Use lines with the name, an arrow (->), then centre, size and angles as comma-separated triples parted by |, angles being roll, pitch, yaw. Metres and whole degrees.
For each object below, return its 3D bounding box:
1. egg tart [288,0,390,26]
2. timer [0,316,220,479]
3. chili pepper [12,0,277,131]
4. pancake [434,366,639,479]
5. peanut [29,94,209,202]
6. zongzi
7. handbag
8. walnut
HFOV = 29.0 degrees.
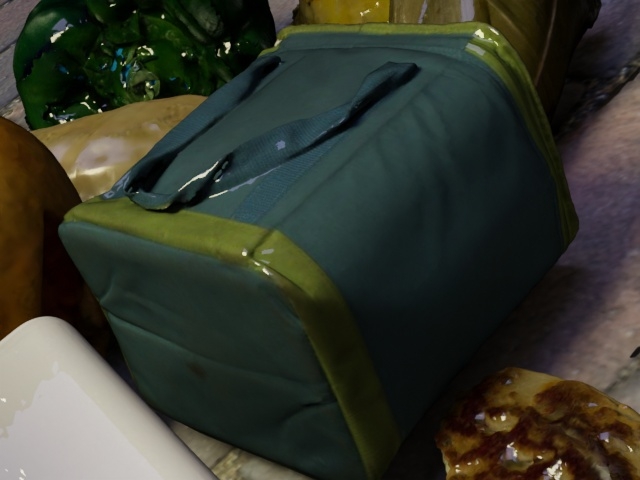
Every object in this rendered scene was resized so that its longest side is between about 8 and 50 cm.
egg tart -> 0.073, -0.257, 1.224 | 0.295, 0.116, 0.295 | -23, 29, 13
timer -> -0.122, 0.190, 0.591 | 0.192, 0.194, 0.195 | -40, 54, -16
chili pepper -> -0.153, -0.180, 1.188 | 0.249, 0.233, 0.256 | -28, 26, 20
pancake -> 0.099, 0.186, 0.619 | 0.244, 0.057, 0.266 | -45, 28, -8
peanut -> -0.181, -0.017, 1.033 | 0.387, 0.192, 0.169 | -12, 75, 16
zongzi -> 0.090, -0.203, 0.942 | 0.145, 0.300, 0.274 | -12, 34, 33
handbag -> 0.000, 0.000, 0.801 | 0.263, 0.222, 0.241 | 10, 43, 47
walnut -> -0.250, 0.043, 0.855 | 0.203, 0.297, 0.203 | -1, 36, 1
